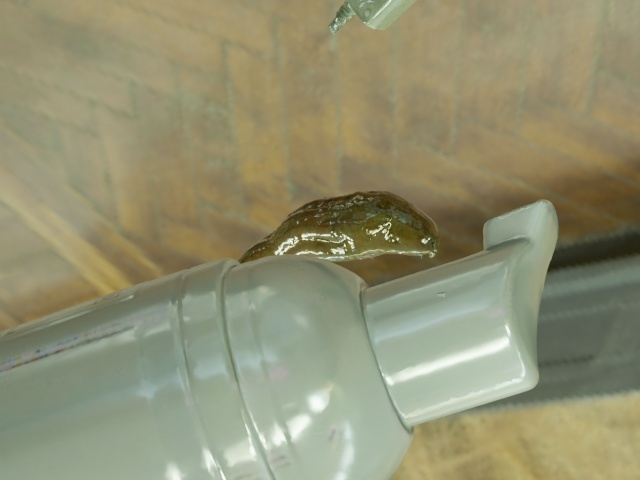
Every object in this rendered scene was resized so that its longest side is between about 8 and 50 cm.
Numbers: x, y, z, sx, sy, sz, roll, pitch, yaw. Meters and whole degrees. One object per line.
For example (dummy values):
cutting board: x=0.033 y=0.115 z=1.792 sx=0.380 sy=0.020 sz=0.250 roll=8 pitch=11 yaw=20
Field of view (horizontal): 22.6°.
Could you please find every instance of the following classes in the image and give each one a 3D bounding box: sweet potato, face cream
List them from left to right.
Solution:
face cream: x=-0.050 y=0.083 z=0.777 sx=0.369 sy=0.145 sz=0.145 roll=-19 pitch=131 yaw=10
sweet potato: x=-0.001 y=-0.001 z=1.129 sx=0.182 sy=0.053 sz=0.054 roll=-16 pitch=149 yaw=34

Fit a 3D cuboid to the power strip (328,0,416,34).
power strip: x=0.070 y=-0.194 z=1.005 sx=0.191 sy=0.030 sz=0.048 roll=-42 pitch=62 yaw=27
